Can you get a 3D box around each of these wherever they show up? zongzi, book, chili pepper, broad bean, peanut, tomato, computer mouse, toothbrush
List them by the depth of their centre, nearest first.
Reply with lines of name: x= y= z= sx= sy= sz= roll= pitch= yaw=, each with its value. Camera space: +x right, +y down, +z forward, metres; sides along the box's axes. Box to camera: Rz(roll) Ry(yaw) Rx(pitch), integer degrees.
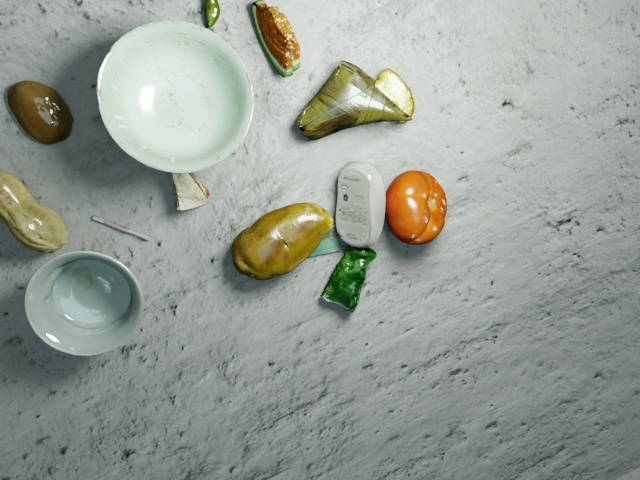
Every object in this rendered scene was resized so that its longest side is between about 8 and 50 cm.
broad bean: x=-0.339 y=-0.777 z=1.658 sx=0.052 sy=0.052 sz=0.256 roll=-24 pitch=117 yaw=-49
peanut: x=-0.911 y=-0.088 z=1.666 sx=0.149 sy=0.149 sz=0.313 roll=-36 pitch=108 yaw=-1
zongzi: x=0.109 y=-0.392 z=1.770 sx=0.300 sy=0.138 sz=0.286 roll=39 pitch=95 yaw=3
toothbrush: x=-0.651 y=-0.041 z=1.797 sx=0.194 sy=0.017 sz=0.014 roll=22 pitch=100 yaw=-16
computer mouse: x=0.141 y=-0.127 z=1.871 sx=0.121 sy=0.184 sz=0.297 roll=-22 pitch=112 yaw=-47
tomato: x=0.320 y=-0.110 z=1.883 sx=0.259 sy=0.180 sz=0.260 roll=15 pitch=69 yaw=-44
book: x=0.000 y=0.000 z=1.944 sx=0.135 sy=0.017 sz=0.103 roll=-12 pitch=107 yaw=-8
chili pepper: x=0.117 y=0.110 z=1.959 sx=0.136 sy=0.099 sz=0.270 roll=27 pitch=105 yaw=8

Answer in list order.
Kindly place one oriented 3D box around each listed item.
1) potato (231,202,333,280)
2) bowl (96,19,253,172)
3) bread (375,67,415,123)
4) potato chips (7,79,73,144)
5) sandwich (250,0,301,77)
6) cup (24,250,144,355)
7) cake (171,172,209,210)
potato: x=-0.130 y=0.000 z=1.845 sx=0.369 sy=0.176 sz=0.195 roll=-33 pitch=67 yaw=-1
bowl: x=-0.428 y=-0.413 z=1.640 sx=0.434 sy=0.196 sz=0.435 roll=-1 pitch=94 yaw=-14
bread: x=0.230 y=-0.474 z=1.847 sx=0.149 sy=0.065 sz=0.188 roll=-37 pitch=100 yaw=7
potato chips: x=-0.848 y=-0.386 z=1.652 sx=0.150 sy=0.049 sz=0.202 roll=-27 pitch=114 yaw=1
sandwich: x=-0.128 y=-0.643 z=1.692 sx=0.079 sy=0.159 sz=0.235 roll=-32 pitch=87 yaw=-24
cup: x=-0.741 y=0.179 z=1.759 sx=0.347 sy=0.163 sz=0.347 roll=-3 pitch=105 yaw=-11
cake: x=-0.422 y=-0.204 z=1.766 sx=0.116 sy=0.086 sz=0.221 roll=-5 pitch=105 yaw=-10
